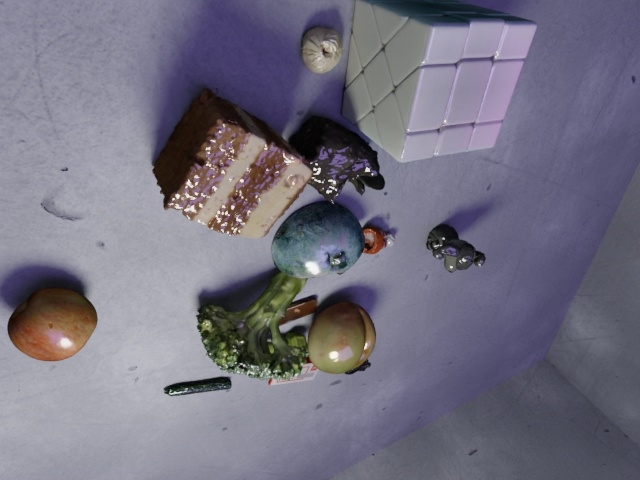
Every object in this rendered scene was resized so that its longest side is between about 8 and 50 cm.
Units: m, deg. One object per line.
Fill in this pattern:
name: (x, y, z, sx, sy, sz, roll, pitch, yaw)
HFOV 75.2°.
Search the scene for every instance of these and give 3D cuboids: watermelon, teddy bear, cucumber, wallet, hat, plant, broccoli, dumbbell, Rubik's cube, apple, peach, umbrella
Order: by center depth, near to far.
Rubik's cube: (0.274, -0.423, 1.066, 0.316, 0.321, 0.318, -14, 132, -24)
apple: (-0.693, 0.214, 1.080, 0.188, 0.188, 0.174, -41, 125, 4)
plant: (0.049, -0.220, 1.190, 0.276, 0.198, 0.188, 21, 118, -37)
watermelon: (0.003, 0.004, 1.344, 0.322, 0.175, 0.188, -28, 135, -11)
broccoli: (-0.227, 0.252, 1.373, 0.354, 0.396, 0.275, 10, 159, -15)
hat: (0.218, -0.001, 1.551, 0.163, 0.093, 0.112, -10, 142, -48)
dumbbell: (-0.193, 0.411, 1.598, 0.302, 0.121, 0.108, 7, 149, -36)
cucumber: (-0.466, 0.564, 1.600, 0.257, 0.043, 0.043, 4, 117, -33)
wallet: (-0.095, 0.275, 1.608, 0.176, 0.026, 0.095, -18, 138, -18)
peach: (0.080, 0.383, 1.648, 0.293, 0.248, 0.291, -10, 104, -45)
teddy bear: (0.515, 0.042, 1.665, 0.171, 0.251, 0.144, 16, 114, -23)
umbrella: (0.153, 0.540, 1.863, 0.122, 0.110, 0.272, -2, 166, 19)

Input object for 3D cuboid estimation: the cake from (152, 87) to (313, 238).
cake: (-0.217, -0.172, 1.011, 0.291, 0.255, 0.282, 28, 109, -38)

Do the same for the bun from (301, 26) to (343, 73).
bun: (0.009, -0.474, 1.038, 0.115, 0.069, 0.115, -18, 134, -20)

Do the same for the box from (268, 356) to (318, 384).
box: (-0.112, 0.565, 1.813, 0.230, 0.050, 0.122, 5, 121, -35)
